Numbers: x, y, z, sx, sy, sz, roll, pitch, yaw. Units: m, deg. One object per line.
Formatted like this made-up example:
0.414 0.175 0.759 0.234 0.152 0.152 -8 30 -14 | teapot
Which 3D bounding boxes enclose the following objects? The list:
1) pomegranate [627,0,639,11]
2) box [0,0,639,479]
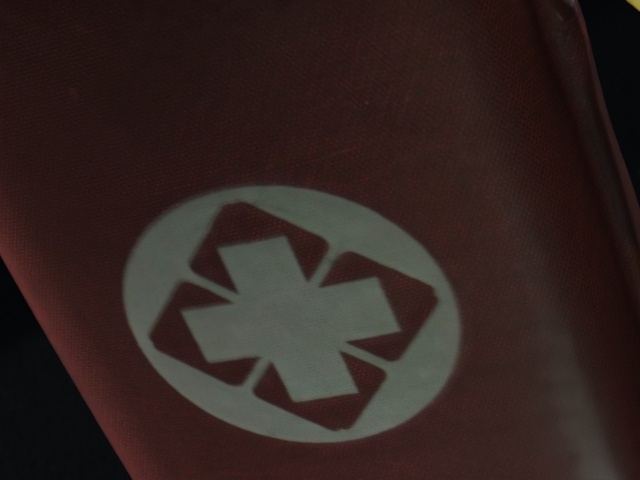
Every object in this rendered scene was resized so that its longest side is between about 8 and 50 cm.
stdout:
0.286 -0.268 1.152 0.281 0.281 0.281 2 -112 -6 | pomegranate
0.000 0.000 0.717 0.263 0.404 0.108 -11 -145 20 | box
